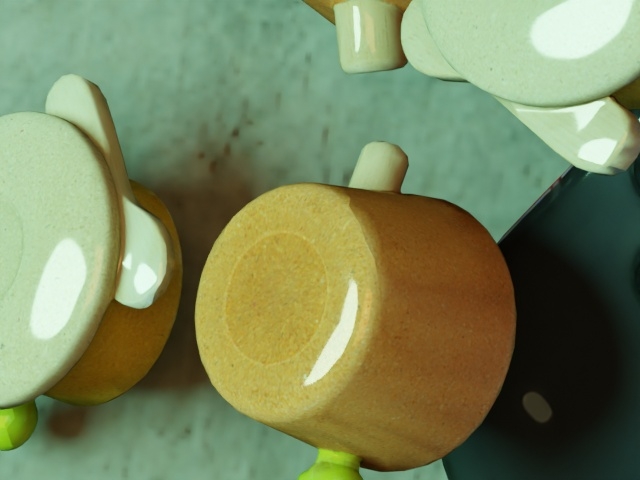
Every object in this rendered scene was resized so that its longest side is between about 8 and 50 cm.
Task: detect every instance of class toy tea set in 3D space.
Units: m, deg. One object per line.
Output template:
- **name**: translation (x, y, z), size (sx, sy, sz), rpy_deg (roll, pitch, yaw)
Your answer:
- **toy tea set**: translation (0.000, 0.000, 0.558), size (0.200, 0.124, 0.336), rpy_deg (46, 108, 38)

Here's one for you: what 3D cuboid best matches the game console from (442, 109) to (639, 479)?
- **game console**: translation (0.236, 0.073, 0.464), size (0.386, 0.060, 0.342), rpy_deg (49, 124, 12)
